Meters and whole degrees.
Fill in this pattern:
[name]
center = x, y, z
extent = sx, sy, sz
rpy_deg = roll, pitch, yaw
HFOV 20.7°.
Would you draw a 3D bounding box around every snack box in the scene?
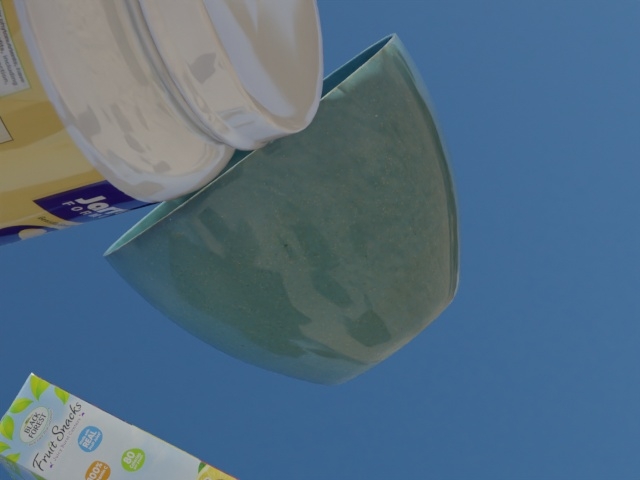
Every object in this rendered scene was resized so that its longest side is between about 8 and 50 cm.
[snack box]
center = -0.123, 0.194, 1.273
extent = 0.070, 0.207, 0.174
rpy_deg = -59, -17, -19

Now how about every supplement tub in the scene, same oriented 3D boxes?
[supplement tub]
center = -0.189, -0.121, 1.067
extent = 0.241, 0.331, 0.241
rpy_deg = -14, -90, -70

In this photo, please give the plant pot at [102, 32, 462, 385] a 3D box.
[plant pot]
center = 0.000, 0.000, 1.393
extent = 0.290, 0.290, 0.195
rpy_deg = -41, -82, -33
